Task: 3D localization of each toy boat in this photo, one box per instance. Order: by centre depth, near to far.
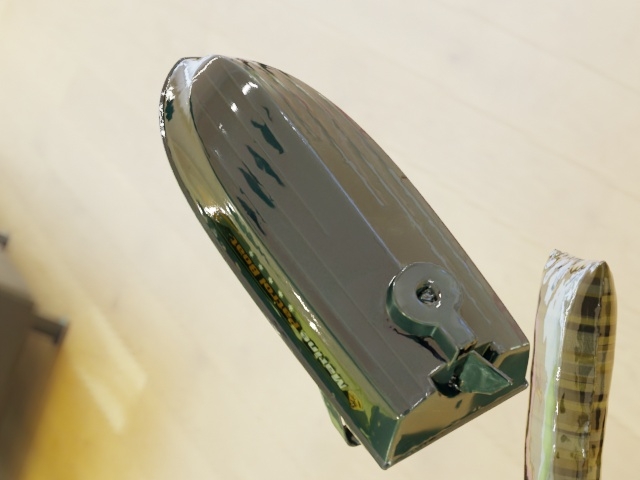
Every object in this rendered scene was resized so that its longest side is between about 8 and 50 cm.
[{"bbox_3d":[0.000,0.000,0.908,0.246,0.093,0.103,52,151,20],"label":"toy boat"}]

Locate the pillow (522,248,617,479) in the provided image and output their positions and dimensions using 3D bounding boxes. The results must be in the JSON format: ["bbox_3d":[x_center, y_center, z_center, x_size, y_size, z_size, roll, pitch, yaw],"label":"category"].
[{"bbox_3d":[0.131,0.109,1.004,0.113,0.038,0.203,-144,59,-85],"label":"pillow"}]
